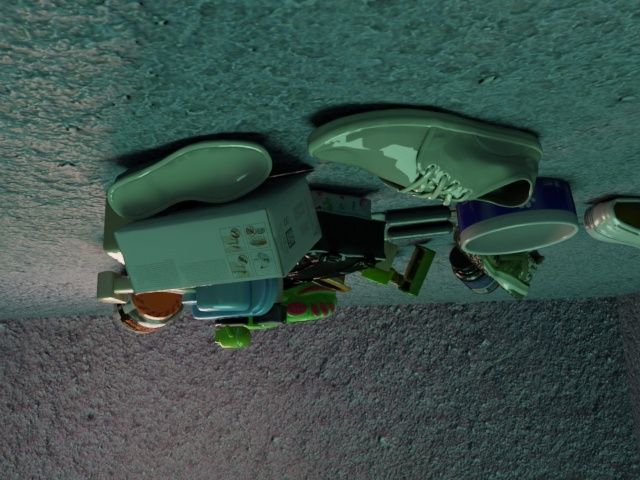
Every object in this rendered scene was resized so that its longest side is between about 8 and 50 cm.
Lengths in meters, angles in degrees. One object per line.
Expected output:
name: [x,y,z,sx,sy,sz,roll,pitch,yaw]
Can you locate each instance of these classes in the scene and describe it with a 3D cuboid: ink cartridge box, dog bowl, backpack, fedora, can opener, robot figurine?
ink cartridge box: [-0.171,-0.022,1.301,0.310,0.130,0.272,-7,-163,22]
dog bowl: [0.451,-0.050,1.595,0.265,0.104,0.265,-5,165,-1]
backpack: [0.000,0.000,1.556,0.225,0.191,0.253,7,158,-29]
fedora: [0.020,0.110,2.319,0.194,0.079,0.194,19,169,4]
can opener: [0.190,-0.044,1.739,0.280,0.074,0.093,-5,-157,17]
robot figurine: [-0.266,0.297,2.129,0.115,0.067,0.101,-4,155,18]

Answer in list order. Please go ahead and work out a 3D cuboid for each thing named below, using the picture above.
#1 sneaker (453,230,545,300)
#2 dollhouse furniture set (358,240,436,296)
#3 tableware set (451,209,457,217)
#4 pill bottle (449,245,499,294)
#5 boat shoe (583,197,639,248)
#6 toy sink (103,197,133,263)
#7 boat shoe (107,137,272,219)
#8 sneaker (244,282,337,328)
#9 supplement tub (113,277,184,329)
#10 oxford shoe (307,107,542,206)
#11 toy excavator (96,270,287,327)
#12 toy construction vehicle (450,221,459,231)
sneaker: [0.537,0.023,2.034,0.410,0.182,0.158,32,-170,-47]
dollhouse furniture set: [0.206,0.057,2.201,0.198,0.151,0.301,21,-179,-11]
tableware set: [0.396,-0.072,1.733,0.169,0.020,0.141,-3,169,0]
pill bottle: [0.497,0.087,2.232,0.123,0.122,0.219,-9,154,28]
boat shoe: [0.856,-0.053,1.717,0.367,0.135,0.156,10,162,-13]
toy sink: [-0.367,-0.014,1.554,0.153,0.131,0.234,-4,163,7]
boat shoe: [-0.226,-0.124,1.223,0.320,0.116,0.099,-15,-152,20]
sneaker: [-0.178,0.232,2.418,0.483,0.185,0.202,4,161,-27]
supplement tub: [-0.578,0.201,2.344,0.207,0.207,0.338,2,167,-22]
oxford shoe: [0.192,-0.128,1.155,0.450,0.130,0.169,4,168,-26]
toy excavator: [-0.367,0.133,2.054,0.433,0.222,0.445,-8,166,28]
toy construction vehicle: [0.370,-0.042,1.811,0.086,0.035,0.098,3,-172,-37]
